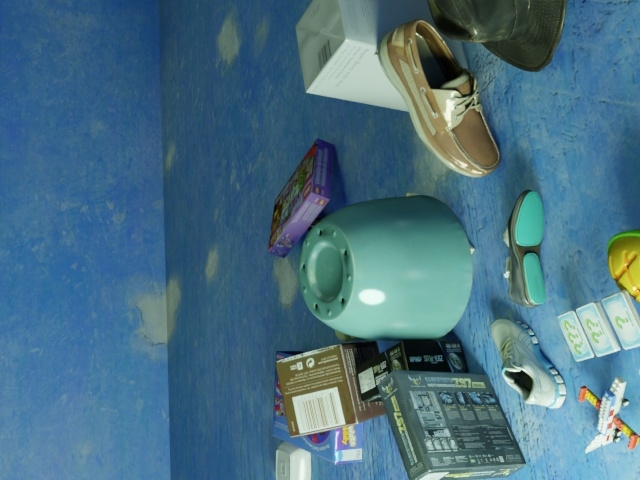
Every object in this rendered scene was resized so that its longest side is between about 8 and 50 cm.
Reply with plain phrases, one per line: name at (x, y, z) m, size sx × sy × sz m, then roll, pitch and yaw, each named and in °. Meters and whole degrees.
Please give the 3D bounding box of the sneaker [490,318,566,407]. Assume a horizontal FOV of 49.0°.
sneaker at (0.335, 0.204, 1.200) m, size 0.191 × 0.082 × 0.071 m, roll 61°, pitch 138°, yaw 47°

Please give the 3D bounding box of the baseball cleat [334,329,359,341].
baseball cleat at (0.076, 0.141, 1.715) m, size 0.109 × 0.072 × 0.206 m, roll -15°, pitch 77°, yaw 46°

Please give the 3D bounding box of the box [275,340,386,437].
box at (0.032, 0.321, 1.538) m, size 0.168 × 0.203 × 0.167 m, roll -19°, pitch 77°, yaw 24°

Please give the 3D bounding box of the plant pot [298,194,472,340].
plant pot at (0.101, 0.057, 1.341) m, size 0.293 × 0.235 × 0.293 m, roll 3°, pitch 93°, yaw 56°

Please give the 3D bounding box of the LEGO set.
LEGO set at (0.420, 0.210, 1.009) m, size 0.182 × 0.060 × 0.245 m, roll 126°, pitch 126°, yaw -68°

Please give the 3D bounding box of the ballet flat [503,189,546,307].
ballet flat at (0.347, 0.016, 1.219) m, size 0.074 × 0.074 × 0.203 m, roll -12°, pitch 78°, yaw 60°

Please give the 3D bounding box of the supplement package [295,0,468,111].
supplement package at (0.124, -0.398, 1.447) m, size 0.177 × 0.292 × 0.176 m, roll -43°, pitch 50°, yaw 52°

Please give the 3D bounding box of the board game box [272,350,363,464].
board game box at (-0.013, 0.417, 1.811) m, size 0.347 × 0.078 × 0.234 m, roll -5°, pitch 82°, yaw 61°

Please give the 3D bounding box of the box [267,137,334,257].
box at (-0.056, -0.112, 1.926) m, size 0.293 × 0.057 × 0.201 m, roll -51°, pitch 27°, yaw 46°

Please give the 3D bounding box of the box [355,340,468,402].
box at (0.180, 0.264, 1.407) m, size 0.180 × 0.147 × 0.078 m, roll -42°, pitch 51°, yaw 51°

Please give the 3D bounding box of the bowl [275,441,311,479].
bowl at (-0.081, 0.626, 1.935) m, size 0.142 × 0.053 × 0.142 m, roll -6°, pitch 82°, yaw 62°

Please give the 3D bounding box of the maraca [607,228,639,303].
maraca at (0.474, 0.044, 0.949) m, size 0.185 × 0.099 × 0.127 m, roll 23°, pitch 151°, yaw 48°

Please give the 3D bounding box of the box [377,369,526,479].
box at (0.228, 0.320, 1.222) m, size 0.059 × 0.232 × 0.184 m, roll -50°, pitch 44°, yaw 38°

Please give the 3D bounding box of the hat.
hat at (0.263, -0.420, 1.203) m, size 0.331 × 0.133 × 0.331 m, roll 57°, pitch 166°, yaw 23°

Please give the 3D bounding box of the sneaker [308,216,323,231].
sneaker at (0.000, 0.000, 1.843) m, size 0.067 × 0.078 × 0.188 m, roll -67°, pitch 32°, yaw 33°

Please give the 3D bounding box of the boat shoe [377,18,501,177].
boat shoe at (0.230, -0.258, 1.284) m, size 0.324 × 0.123 × 0.116 m, roll 52°, pitch 154°, yaw -7°

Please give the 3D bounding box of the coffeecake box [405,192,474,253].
coffeecake box at (0.218, 0.014, 1.454) m, size 0.186 × 0.068 × 0.142 m, roll 60°, pitch 136°, yaw 45°
